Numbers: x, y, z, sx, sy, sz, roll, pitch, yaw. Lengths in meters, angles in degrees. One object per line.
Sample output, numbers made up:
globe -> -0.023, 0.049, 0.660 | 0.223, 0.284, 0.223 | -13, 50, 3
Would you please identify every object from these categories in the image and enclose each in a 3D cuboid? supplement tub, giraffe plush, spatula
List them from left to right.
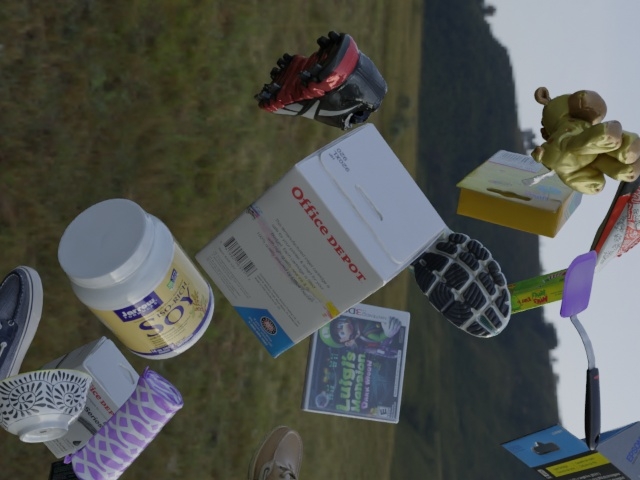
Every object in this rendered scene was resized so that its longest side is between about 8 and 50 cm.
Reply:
supplement tub -> -0.398, 0.086, 1.977 | 0.331, 0.241, 0.241 | 62, 22, -51
giraffe plush -> 0.461, -0.195, 1.624 | 0.181, 0.210, 0.170 | 56, 32, -51
spatula -> 0.389, 0.165, 1.326 | 0.030, 0.084, 0.296 | -2, -83, 47

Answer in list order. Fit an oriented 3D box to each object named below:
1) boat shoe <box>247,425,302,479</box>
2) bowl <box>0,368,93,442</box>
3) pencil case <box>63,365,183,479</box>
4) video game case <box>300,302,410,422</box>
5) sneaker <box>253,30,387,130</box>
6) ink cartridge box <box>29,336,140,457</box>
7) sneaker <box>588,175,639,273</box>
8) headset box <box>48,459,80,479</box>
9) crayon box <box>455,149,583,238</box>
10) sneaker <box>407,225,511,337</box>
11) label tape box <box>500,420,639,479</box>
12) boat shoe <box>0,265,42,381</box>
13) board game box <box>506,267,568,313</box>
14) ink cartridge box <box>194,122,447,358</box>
boat shoe -> -0.088, 0.534, 1.899 | 0.121, 0.110, 0.341 | 47, 39, -27
bowl -> -0.443, 0.272, 1.438 | 0.170, 0.170, 0.080 | 88, -13, -65
pencil case -> -0.312, 0.303, 1.443 | 0.206, 0.088, 0.086 | -47, -175, 1
video game case -> 0.061, 0.200, 1.510 | 0.022, 0.173, 0.190 | 160, -60, -67
sneaker -> 0.001, -0.213, 1.307 | 0.276, 0.135, 0.097 | -3, -123, 62
ink cartridge box -> -0.595, 0.391, 2.242 | 0.211, 0.289, 0.121 | 54, 29, -16
sneaker -> 0.673, -0.017, 1.921 | 0.090, 0.145, 0.270 | -55, 164, -58
headset box -> -0.522, 0.626, 1.999 | 0.283, 0.131, 0.246 | -176, -102, -76
crayon box -> 0.404, -0.093, 1.823 | 0.318, 0.202, 0.081 | -32, 134, -58
sneaker -> 0.182, 0.035, 1.293 | 0.275, 0.107, 0.110 | 51, 5, 39
label tape box -> 0.515, 0.407, 1.574 | 0.106, 0.334, 0.240 | -49, 177, -25
boat shoe -> -0.726, 0.209, 1.965 | 0.158, 0.127, 0.340 | 26, 73, -56
board game box -> 0.496, 0.119, 2.090 | 0.043, 0.181, 0.092 | 69, 20, -10
ink cartridge box -> 0.000, 0.000, 1.128 | 0.171, 0.233, 0.168 | 53, 42, -1
